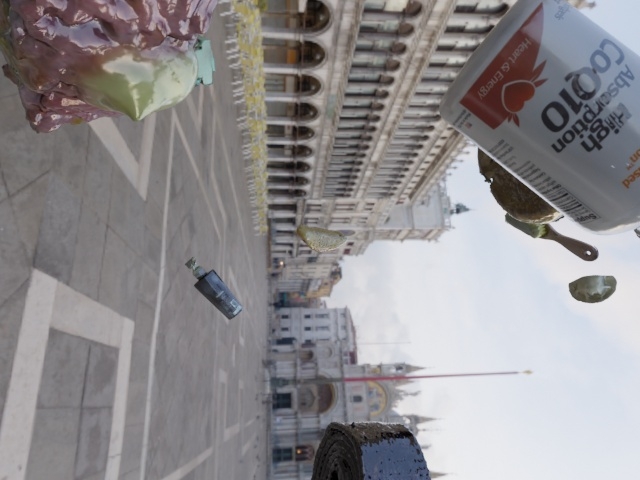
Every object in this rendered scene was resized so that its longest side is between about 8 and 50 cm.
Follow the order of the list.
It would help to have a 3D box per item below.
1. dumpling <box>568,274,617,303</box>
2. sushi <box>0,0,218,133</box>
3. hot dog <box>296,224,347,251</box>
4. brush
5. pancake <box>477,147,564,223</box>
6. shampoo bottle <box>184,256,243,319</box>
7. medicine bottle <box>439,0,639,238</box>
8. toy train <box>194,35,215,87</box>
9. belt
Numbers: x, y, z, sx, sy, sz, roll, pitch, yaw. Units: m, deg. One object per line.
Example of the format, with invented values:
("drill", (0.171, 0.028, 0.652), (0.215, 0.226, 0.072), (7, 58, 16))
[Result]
("dumpling", (0.560, 0.100, 0.907), (0.052, 0.076, 0.057), (44, 40, -79))
("sushi", (-0.182, -0.208, 0.363), (0.270, 0.171, 0.236), (-36, -106, 53))
("hot dog", (0.000, 0.000, 0.669), (0.030, 0.090, 0.034), (37, -69, 46))
("brush", (0.686, -0.016, 1.345), (0.313, 0.067, 0.072), (44, -35, 48))
("pancake", (0.575, -0.217, 1.252), (0.382, 0.071, 0.382), (58, -17, 30))
("shampoo bottle", (-0.306, 0.133, 1.259), (0.207, 0.063, 0.057), (51, 32, -12))
("medicine bottle", (0.282, -0.112, 0.463), (0.157, 0.289, 0.157), (-50, 175, -6))
("toy train", (-0.421, -0.431, 1.072), (0.159, 0.326, 0.129), (34, -44, 35))
("belt", (0.075, 0.424, 0.671), (0.184, 0.164, 0.289), (13, -88, 65))
